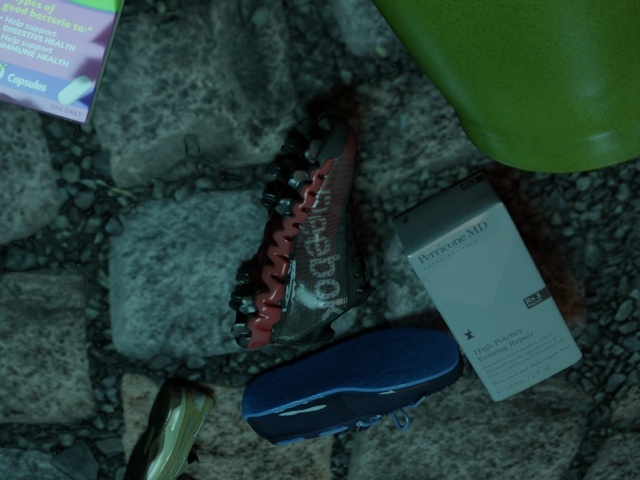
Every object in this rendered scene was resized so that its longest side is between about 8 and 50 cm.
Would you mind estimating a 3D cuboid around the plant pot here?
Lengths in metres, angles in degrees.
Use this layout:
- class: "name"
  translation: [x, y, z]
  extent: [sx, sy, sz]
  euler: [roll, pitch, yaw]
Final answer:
- class: "plant pot"
  translation: [0.181, -0.254, 0.773]
  extent: [0.366, 0.366, 0.353]
  euler: [-24, 130, 6]

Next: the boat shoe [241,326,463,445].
- class: "boat shoe"
  translation: [0.041, 0.167, 1.114]
  extent: [0.258, 0.109, 0.089]
  euler: [-13, 128, 18]

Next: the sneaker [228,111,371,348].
- class: "sneaker"
  translation: [0.000, 0.000, 1.005]
  extent: [0.135, 0.098, 0.276]
  euler: [12, 118, -14]

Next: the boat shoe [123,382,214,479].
- class: "boat shoe"
  translation: [-0.175, 0.255, 1.142]
  extent: [0.072, 0.068, 0.190]
  euler: [14, 116, -28]

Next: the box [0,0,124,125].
- class: "box"
  translation: [-0.264, -0.251, 0.819]
  extent: [0.213, 0.117, 0.243]
  euler: [16, 115, -16]

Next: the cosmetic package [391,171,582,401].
- class: "cosmetic package"
  translation: [0.183, 0.054, 1.068]
  extent: [0.117, 0.085, 0.231]
  euler: [-30, 119, 8]

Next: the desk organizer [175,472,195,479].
- class: "desk organizer"
  translation: [-0.185, 0.351, 1.200]
  extent: [0.050, 0.047, 0.130]
  euler: [33, 110, -25]
